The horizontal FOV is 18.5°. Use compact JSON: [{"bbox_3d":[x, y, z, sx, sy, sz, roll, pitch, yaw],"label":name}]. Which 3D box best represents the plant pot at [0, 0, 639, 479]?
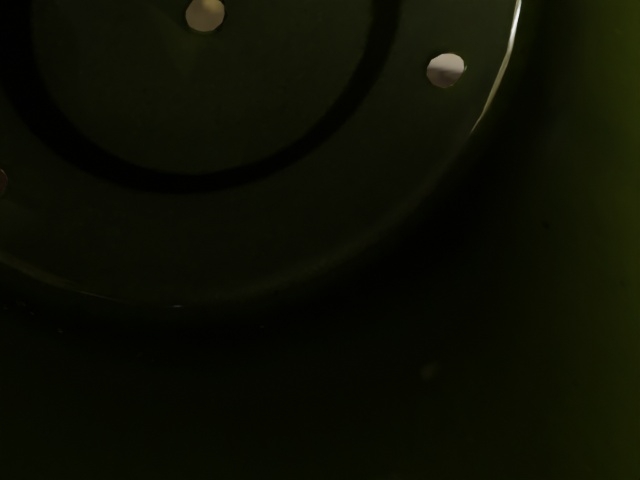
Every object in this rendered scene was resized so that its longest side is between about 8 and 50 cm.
[{"bbox_3d":[0.000,0.000,0.479,0.353,0.366,0.366,-119,45,-59],"label":"plant pot"}]
